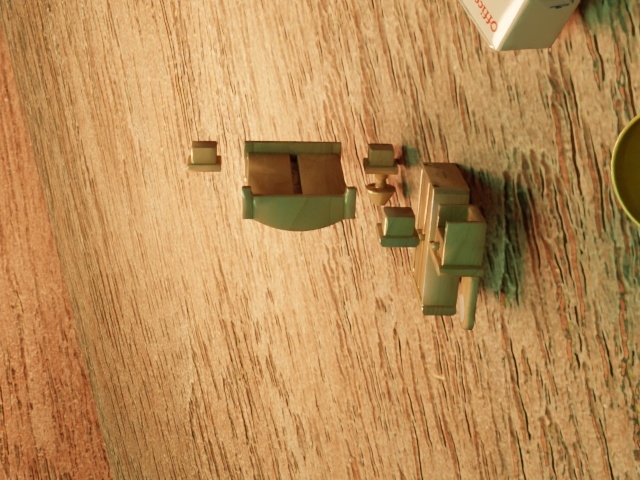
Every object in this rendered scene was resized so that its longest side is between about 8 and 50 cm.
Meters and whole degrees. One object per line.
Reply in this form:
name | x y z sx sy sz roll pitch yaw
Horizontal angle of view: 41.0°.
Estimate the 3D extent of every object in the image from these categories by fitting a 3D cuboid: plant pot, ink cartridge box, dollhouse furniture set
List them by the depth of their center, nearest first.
plant pot | 0.367 -0.074 0.827 0.134 0.095 0.134 24 123 43
ink cartridge box | 0.220 -0.312 0.883 0.139 0.082 0.190 65 152 28
dollhouse furniture set | 0.000 0.000 1.087 0.303 0.356 0.173 -97 8 -67
